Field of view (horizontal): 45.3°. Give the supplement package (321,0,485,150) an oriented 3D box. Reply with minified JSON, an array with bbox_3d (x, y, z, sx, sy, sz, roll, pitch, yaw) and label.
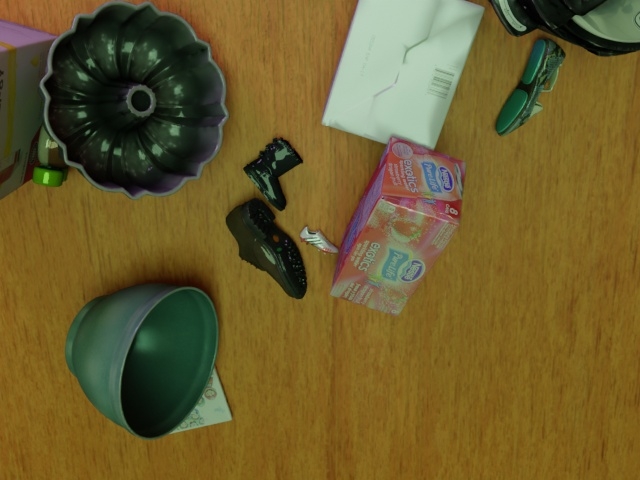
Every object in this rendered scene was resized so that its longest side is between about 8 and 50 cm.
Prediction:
[{"bbox_3d":[0.137,-0.309,1.332,0.203,0.145,0.262,17,109,-4],"label":"supplement package"}]

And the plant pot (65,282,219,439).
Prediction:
[{"bbox_3d":[-0.360,0.210,1.474,0.196,0.293,0.293,13,111,25],"label":"plant pot"}]

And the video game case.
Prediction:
[{"bbox_3d":[-0.281,0.335,1.631,0.157,0.019,0.143,-14,108,6],"label":"video game case"}]

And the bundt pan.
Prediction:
[{"bbox_3d":[-0.330,-0.235,1.324,0.330,0.124,0.331,-2,94,-34],"label":"bundt pan"}]

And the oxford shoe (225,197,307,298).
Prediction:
[{"bbox_3d":[-0.104,0.024,1.499,0.096,0.083,0.227,-21,110,32],"label":"oxford shoe"}]

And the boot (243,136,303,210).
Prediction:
[{"bbox_3d":[-0.077,-0.128,1.455,0.099,0.045,0.121,-37,103,10],"label":"boot"}]

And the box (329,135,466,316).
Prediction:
[{"bbox_3d":[0.132,-0.015,1.361,0.142,0.154,0.300,19,141,-5],"label":"box"}]

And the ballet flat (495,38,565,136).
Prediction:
[{"bbox_3d":[0.385,-0.268,1.387,0.070,0.070,0.189,22,111,-6],"label":"ballet flat"}]

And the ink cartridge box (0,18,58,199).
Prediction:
[{"bbox_3d":[-0.583,-0.205,1.259,0.160,0.385,0.279,16,109,-4],"label":"ink cartridge box"}]

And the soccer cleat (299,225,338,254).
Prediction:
[{"bbox_3d":[0.000,0.000,1.504,0.083,0.029,0.036,24,112,-2],"label":"soccer cleat"}]

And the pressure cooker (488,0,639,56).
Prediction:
[{"bbox_3d":[0.413,-0.464,1.107,0.375,0.420,0.370,8,112,-12],"label":"pressure cooker"}]

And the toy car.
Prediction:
[{"bbox_3d":[-0.414,-0.171,1.406,0.188,0.149,0.155,9,99,-14],"label":"toy car"}]
